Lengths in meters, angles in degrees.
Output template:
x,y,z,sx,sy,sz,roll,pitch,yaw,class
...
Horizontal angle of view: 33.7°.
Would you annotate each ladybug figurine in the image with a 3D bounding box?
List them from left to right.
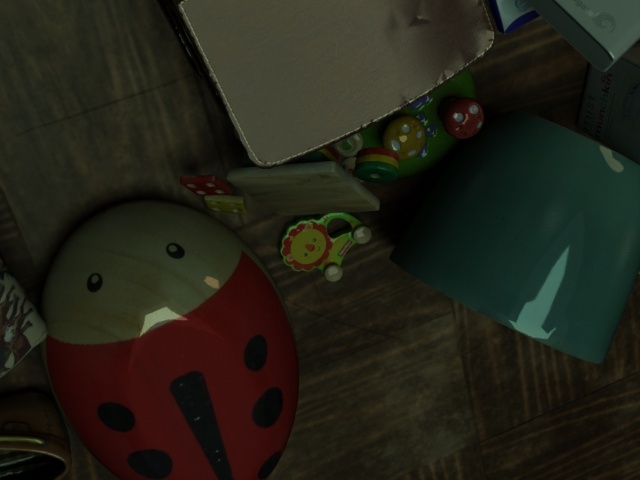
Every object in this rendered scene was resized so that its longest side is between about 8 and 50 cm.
x,y,z,sx,sy,sz,roll,pitch,yaw,class
-0.164,0.166,1.282,0.305,0.162,0.449,-27,122,-8,ladybug figurine

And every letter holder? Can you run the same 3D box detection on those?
x,y,z,sx,sy,sz,roll,pitch,yaw,class
0.009,-0.236,1.138,0.302,0.152,0.214,-29,113,-6,letter holder

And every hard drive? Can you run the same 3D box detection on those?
x,y,z,sx,sy,sz,roll,pitch,yaw,class
0.333,-0.349,1.138,0.203,0.040,0.307,45,73,6,hard drive

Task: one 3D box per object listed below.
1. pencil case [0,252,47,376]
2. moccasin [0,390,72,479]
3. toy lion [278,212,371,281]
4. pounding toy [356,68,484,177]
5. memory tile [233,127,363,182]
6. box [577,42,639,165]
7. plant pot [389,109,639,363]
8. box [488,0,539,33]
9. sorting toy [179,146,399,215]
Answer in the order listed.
x,y,z,sx,sy,sz,roll,pitch,yaw,class
-0.451,-0.013,1.076,0.184,0.160,0.410,-27,122,-6,pencil case
-0.480,0.290,1.225,0.380,0.147,0.139,-8,118,-18,moccasin
0.000,0.000,1.346,0.096,0.034,0.100,34,99,-24,toy lion
0.104,-0.159,1.259,0.237,0.110,0.183,34,99,-32,pounding toy
-0.021,-0.108,1.247,0.148,0.012,0.113,-6,123,18,memory tile
0.505,-0.166,1.346,0.262,0.231,0.126,-4,116,-21,box
0.267,-0.019,1.304,0.293,0.293,0.235,23,96,-30,plant pot
0.223,-0.309,1.215,0.126,0.137,0.072,-29,121,-7,box
-0.024,-0.072,1.200,0.132,0.275,0.046,35,57,-59,sorting toy
